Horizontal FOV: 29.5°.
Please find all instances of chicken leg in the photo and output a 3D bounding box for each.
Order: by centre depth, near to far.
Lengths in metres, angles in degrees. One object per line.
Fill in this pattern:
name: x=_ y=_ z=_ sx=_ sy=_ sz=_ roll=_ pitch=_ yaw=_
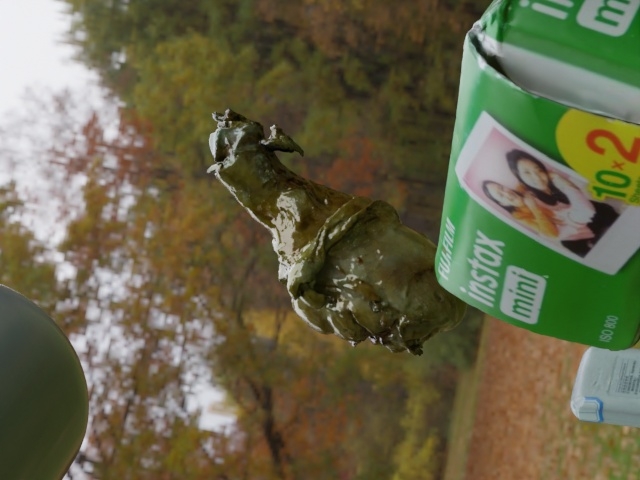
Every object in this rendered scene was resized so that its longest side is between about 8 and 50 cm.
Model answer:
chicken leg: x=0.000 y=0.000 z=0.849 sx=0.103 sy=0.227 sz=0.088 roll=-53 pitch=6 yaw=-11

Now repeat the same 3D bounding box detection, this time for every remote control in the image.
remote control: x=0.200 y=0.082 z=0.659 sx=0.053 sy=0.124 sz=0.018 roll=-63 pitch=-33 yaw=-43

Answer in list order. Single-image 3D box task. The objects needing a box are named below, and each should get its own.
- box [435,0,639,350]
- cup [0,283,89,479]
box: x=0.144 y=-0.090 z=0.533 sx=0.250 sy=0.103 sz=0.180 roll=-55 pitch=-20 yaw=-31
cup: x=-0.296 y=0.170 z=0.837 sx=0.312 sy=0.205 sz=0.206 roll=-62 pitch=-18 yaw=-57
